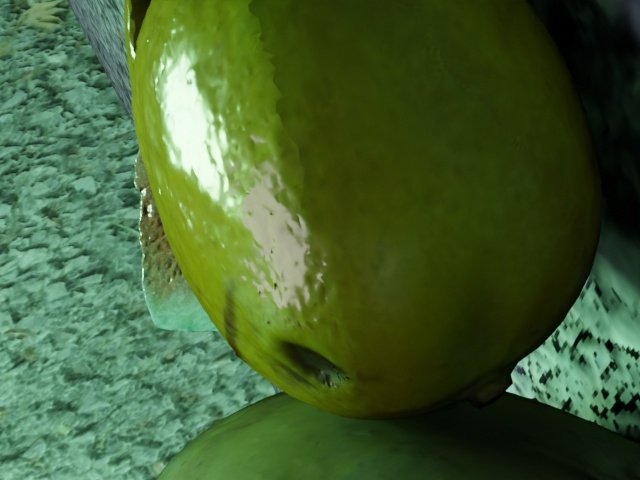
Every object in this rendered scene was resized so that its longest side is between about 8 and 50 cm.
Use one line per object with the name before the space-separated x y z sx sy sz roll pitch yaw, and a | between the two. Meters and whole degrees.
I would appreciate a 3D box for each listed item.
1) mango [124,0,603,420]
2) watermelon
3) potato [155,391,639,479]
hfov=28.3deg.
mango | -0.002 -0.052 0.429 0.262 0.130 0.167 -121 12 -58
watermelon | -0.099 -0.043 1.122 0.094 0.154 0.241 -166 62 -79
potato | 0.041 0.160 0.457 0.326 0.243 0.221 -153 78 -76
